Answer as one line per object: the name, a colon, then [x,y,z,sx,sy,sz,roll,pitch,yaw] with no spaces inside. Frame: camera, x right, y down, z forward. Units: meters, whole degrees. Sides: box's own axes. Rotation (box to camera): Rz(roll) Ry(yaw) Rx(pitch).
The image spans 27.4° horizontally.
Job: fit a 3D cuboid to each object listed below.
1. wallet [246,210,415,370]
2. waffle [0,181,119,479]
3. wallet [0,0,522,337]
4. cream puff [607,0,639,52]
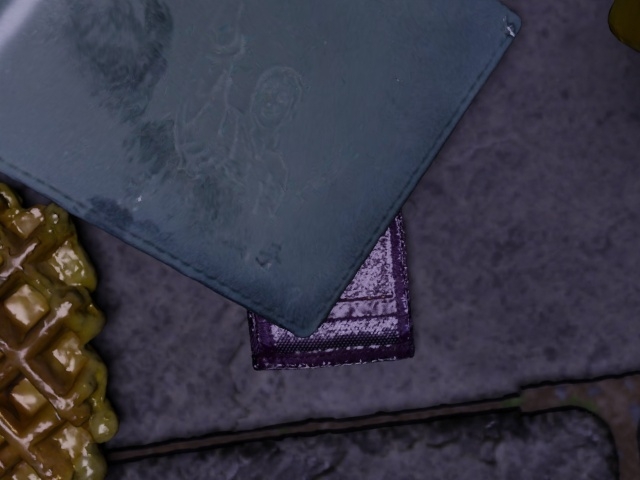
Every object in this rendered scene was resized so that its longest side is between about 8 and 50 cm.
wallet: [0.000,0.000,0.851,0.111,0.030,0.166,-5,98,11]
waffle: [-0.280,0.083,0.899,0.300,0.058,0.282,-19,95,13]
wallet: [-0.053,-0.104,0.763,0.290,0.054,0.251,32,98,-29]
cream puff: [0.259,-0.192,0.636,0.275,0.378,0.378,27,102,5]
